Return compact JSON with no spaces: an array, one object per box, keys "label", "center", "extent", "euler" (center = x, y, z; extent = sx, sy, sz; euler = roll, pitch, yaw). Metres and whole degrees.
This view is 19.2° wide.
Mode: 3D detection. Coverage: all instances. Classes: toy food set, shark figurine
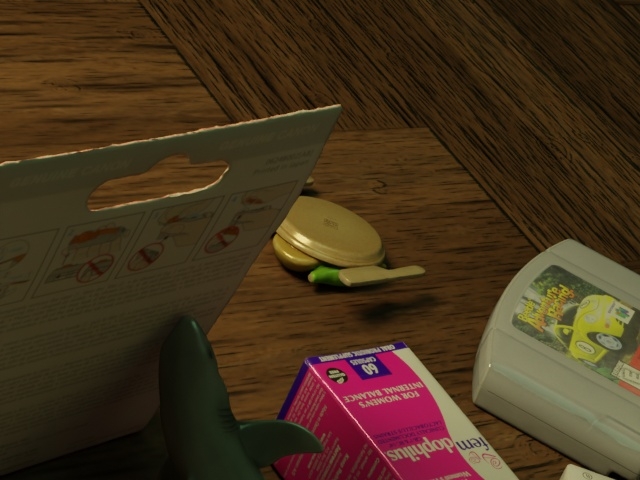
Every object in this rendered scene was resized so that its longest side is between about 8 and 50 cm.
[{"label":"toy food set","center":[0.000,0.000,1.838],"extent":[0.132,0.038,0.192],"euler":[-4,36,-46]},{"label":"shark figurine","center":[-0.043,0.206,1.402],"extent":[0.278,0.166,0.116],"euler":[38,28,6]}]

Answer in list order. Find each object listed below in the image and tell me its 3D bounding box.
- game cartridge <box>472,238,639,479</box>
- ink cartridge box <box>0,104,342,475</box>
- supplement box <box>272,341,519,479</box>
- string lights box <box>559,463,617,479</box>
[{"label":"game cartridge","center":[0.259,0.104,1.826],"extent":[0.196,0.060,0.294],"euler":[25,33,11]},{"label":"ink cartridge box","center":[-0.192,0.031,1.347],"extent":[0.308,0.385,0.091],"euler":[-14,57,-43]},{"label":"supplement box","center":[0.067,0.198,1.521],"extent":[0.111,0.114,0.220],"euler":[-7,45,-40]},{"label":"string lights box","center":[0.243,0.304,1.505],"extent":[0.133,0.077,0.259],"euler":[20,33,-4]}]
